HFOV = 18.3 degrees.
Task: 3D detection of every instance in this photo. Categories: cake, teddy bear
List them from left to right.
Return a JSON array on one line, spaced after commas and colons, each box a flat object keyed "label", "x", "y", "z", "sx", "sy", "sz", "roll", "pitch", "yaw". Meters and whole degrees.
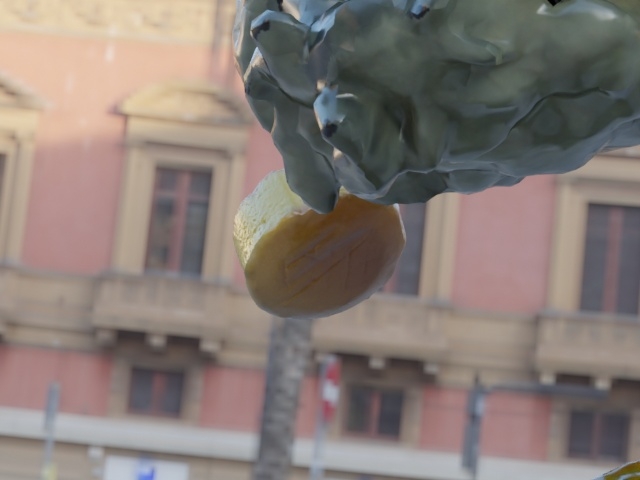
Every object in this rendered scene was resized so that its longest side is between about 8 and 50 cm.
[{"label": "cake", "x": 0.000, "y": 0.000, "z": 0.950, "sx": 0.084, "sy": 0.044, "sz": 0.084, "roll": -14, "pitch": -44, "yaw": -14}, {"label": "teddy bear", "x": 0.115, "y": -0.143, "z": 0.550, "sx": 0.367, "sy": 0.224, "sz": 0.357, "roll": -29, "pitch": 0, "yaw": -24}]

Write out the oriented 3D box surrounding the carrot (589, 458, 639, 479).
[{"label": "carrot", "x": 0.101, "y": 0.143, "z": 0.470, "sx": 0.070, "sy": 0.070, "sz": 0.260, "roll": 7, "pitch": 31, "yaw": -9}]
